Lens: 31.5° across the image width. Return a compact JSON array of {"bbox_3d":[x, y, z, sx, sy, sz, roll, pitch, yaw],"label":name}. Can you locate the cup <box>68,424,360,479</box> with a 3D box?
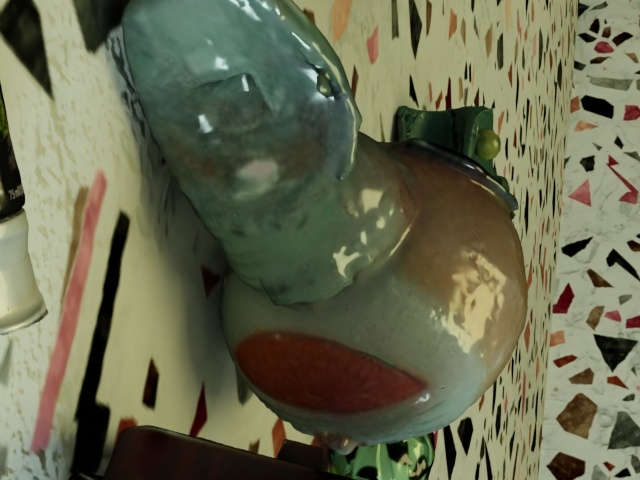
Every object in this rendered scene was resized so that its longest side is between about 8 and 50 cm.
[{"bbox_3d":[-0.039,0.224,0.477,0.196,0.196,0.279,41,61,-69],"label":"cup"}]

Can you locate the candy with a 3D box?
[{"bbox_3d":[0.057,0.071,0.854,0.091,0.083,0.305,44,-44,52],"label":"candy"}]

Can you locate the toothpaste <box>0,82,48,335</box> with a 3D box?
[{"bbox_3d":[-0.130,-0.063,0.363,0.071,0.045,0.193,-41,125,-68],"label":"toothpaste"}]

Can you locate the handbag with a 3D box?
[{"bbox_3d":[0.141,0.012,1.158,0.274,0.100,0.268,44,50,-67],"label":"handbag"}]

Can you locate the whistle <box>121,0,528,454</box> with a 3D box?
[{"bbox_3d":[0.000,0.000,0.610,0.348,0.189,0.189,53,41,-45],"label":"whistle"}]
